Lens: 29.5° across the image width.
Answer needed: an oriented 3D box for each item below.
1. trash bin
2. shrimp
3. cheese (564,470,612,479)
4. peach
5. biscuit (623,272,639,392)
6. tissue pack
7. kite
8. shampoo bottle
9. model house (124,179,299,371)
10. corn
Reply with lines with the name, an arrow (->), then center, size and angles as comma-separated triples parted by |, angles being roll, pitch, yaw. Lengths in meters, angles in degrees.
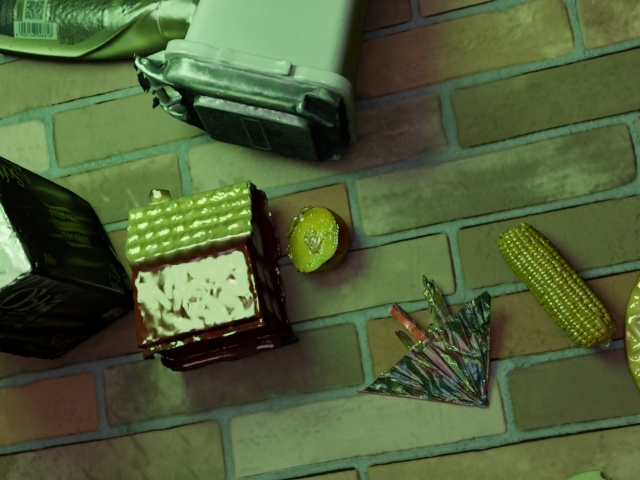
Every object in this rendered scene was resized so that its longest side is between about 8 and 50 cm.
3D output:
trash bin -> -0.064, -0.320, 1.670 | 0.296, 0.256, 0.367 | 12, 78, 9
shrimp -> 0.139, 0.107, 1.667 | 0.083, 0.023, 0.114 | -19, 83, 13
cheese -> 0.321, 0.407, 1.554 | 0.137, 0.064, 0.227 | 35, 92, 18
peach -> 0.000, 0.001, 1.699 | 0.098, 0.061, 0.098 | -11, 71, 35
biscuit -> 0.521, 0.165, 1.552 | 0.309, 0.040, 0.204 | 28, 89, 17
tissue pack -> -0.423, 0.029, 1.641 | 0.198, 0.370, 0.210 | -29, 76, 7
kite -> 0.156, 0.160, 1.648 | 0.232, 0.009, 0.189 | -43, 83, 13
shampoo bottle -> -0.335, -0.332, 1.823 | 0.350, 0.084, 0.125 | 2, 86, 14
model house -> -0.156, 0.035, 1.683 | 0.196, 0.160, 0.254 | -15, 77, 12
corn -> 0.314, 0.061, 1.607 | 0.068, 0.068, 0.207 | -40, 72, 5
